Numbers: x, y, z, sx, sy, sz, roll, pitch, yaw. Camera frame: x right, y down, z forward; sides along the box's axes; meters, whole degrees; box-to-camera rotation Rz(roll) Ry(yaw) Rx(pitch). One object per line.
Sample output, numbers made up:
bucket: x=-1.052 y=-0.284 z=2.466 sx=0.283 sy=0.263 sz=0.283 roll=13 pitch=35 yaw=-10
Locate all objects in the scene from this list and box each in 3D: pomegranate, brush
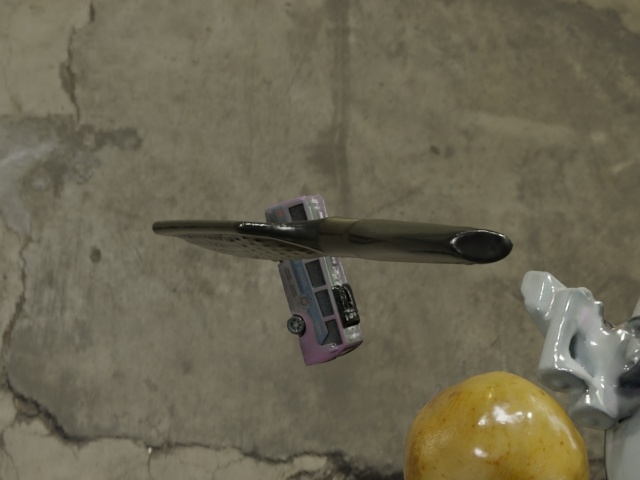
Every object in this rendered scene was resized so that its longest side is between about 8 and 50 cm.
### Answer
pomegranate: x=0.167 y=0.226 z=1.042 sx=0.196 sy=0.196 sz=0.196 roll=6 pitch=55 yaw=-9
brush: x=0.000 y=0.000 z=0.379 sx=0.063 sy=0.193 sz=0.016 roll=4 pitch=87 yaw=-29

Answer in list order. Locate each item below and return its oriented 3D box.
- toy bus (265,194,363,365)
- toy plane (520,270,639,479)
toy bus: x=-0.005 y=0.030 z=0.839 sx=0.037 sy=0.052 sz=0.130 roll=-8 pitch=80 yaw=-59
toy plane: x=0.233 y=0.086 z=0.679 sx=0.245 sy=0.117 sz=0.244 roll=11 pitch=64 yaw=-24
